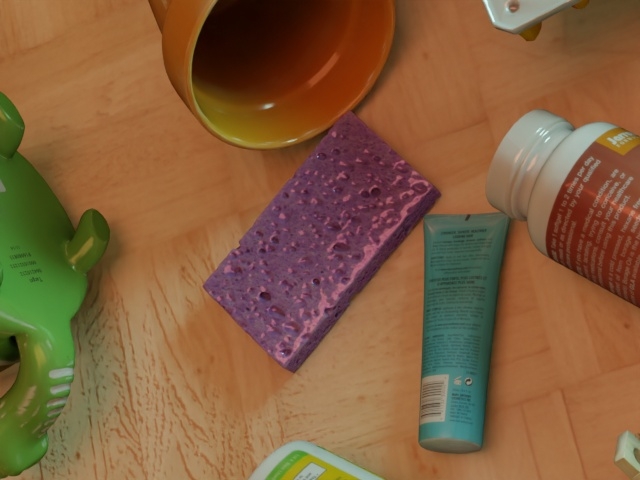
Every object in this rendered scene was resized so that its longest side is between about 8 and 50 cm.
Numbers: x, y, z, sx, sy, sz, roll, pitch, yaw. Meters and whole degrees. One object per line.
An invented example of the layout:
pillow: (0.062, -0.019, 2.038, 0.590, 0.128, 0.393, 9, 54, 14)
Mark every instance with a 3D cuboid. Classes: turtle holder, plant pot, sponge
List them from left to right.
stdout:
turtle holder: (-0.333, 0.038, 1.582, 0.320, 0.243, 0.227, 44, 117, -11)
plant pot: (-0.067, -0.214, 1.533, 0.205, 0.205, 0.188, -47, 46, 7)
sponge: (0.000, 0.000, 1.523, 0.117, 0.031, 0.210, 42, 95, 28)

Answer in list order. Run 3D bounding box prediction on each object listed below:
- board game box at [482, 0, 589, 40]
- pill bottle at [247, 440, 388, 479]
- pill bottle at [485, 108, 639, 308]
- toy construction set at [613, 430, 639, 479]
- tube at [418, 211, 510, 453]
board game box: (0.258, -0.406, 1.387, 0.390, 0.050, 0.390, -27, 65, 19)
pill bottle: (0.054, 0.267, 1.364, 0.245, 0.136, 0.136, 23, 87, 29)
pill bottle: (0.244, -0.020, 1.362, 0.216, 0.121, 0.121, 31, 90, 28)
toy construction set: (0.309, 0.140, 1.198, 0.328, 0.151, 0.215, -53, 42, 42)
tube: (0.115, 0.073, 1.442, 0.080, 0.052, 0.207, -1, 70, 20)
